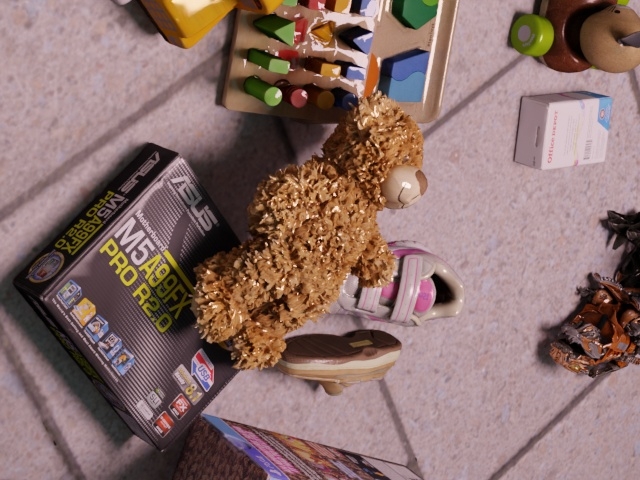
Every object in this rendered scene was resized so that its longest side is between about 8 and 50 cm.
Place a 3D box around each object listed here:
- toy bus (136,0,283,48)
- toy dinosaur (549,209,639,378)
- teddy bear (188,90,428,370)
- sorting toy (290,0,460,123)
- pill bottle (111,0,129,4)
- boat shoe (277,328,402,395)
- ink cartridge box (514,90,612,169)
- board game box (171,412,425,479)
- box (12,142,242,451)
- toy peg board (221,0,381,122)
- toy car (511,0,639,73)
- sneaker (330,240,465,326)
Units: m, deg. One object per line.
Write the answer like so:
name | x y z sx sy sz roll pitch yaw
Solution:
toy bus | -0.045 -0.339 1.787 0.332 0.130 0.108 -48 131 -17
toy dinosaur | 0.446 0.081 2.400 0.322 0.164 0.218 -36 143 -49
teddy bear | 0.000 0.000 1.868 0.338 0.113 0.245 -37 132 -17
sorting toy | 0.077 -0.281 1.978 0.229 0.041 0.307 -3 108 -41
pill bottle | -0.143 -0.342 1.665 0.229 0.131 0.131 -38 129 -5
boat shoe | 0.020 0.155 2.079 0.190 0.068 0.072 -1 118 -41
ink cartridge box | 0.311 -0.142 2.229 0.122 0.052 0.088 -9 111 -40
board game box | 0.002 0.322 1.956 0.291 0.232 0.141 18 94 -25
box | -0.175 0.064 1.873 0.216 0.060 0.270 -46 130 -18
toy peg board | -0.008 -0.206 1.875 0.161 0.079 0.161 6 103 -23
toy car | 0.359 -0.266 2.130 0.155 0.188 0.149 4 103 -42
sneaker | 0.077 0.046 2.052 0.252 0.111 0.103 -1 106 -41
